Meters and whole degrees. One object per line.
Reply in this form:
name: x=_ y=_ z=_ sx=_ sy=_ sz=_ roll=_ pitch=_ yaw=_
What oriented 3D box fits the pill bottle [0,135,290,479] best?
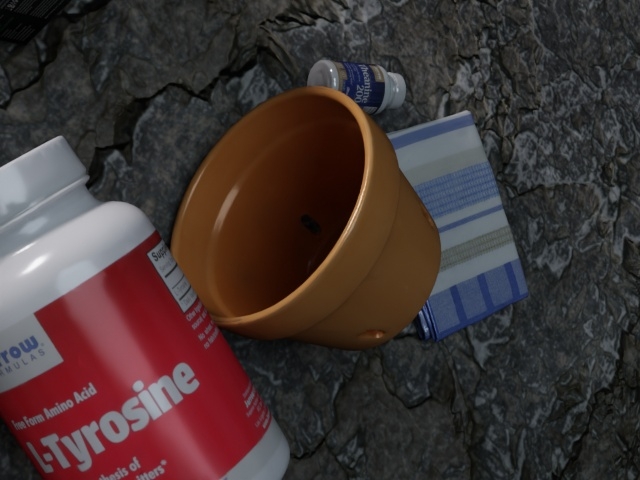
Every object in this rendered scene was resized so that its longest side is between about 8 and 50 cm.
pill bottle: x=-0.224 y=0.111 z=1.132 sx=0.229 sy=0.229 sz=0.407 roll=-37 pitch=101 yaw=-32

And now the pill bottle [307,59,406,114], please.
pill bottle: x=0.049 y=-0.197 z=1.457 sx=0.120 sy=0.067 sz=0.067 roll=0 pitch=81 yaw=-32

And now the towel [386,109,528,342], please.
towel: x=0.170 y=-0.025 z=1.522 sx=0.209 sy=0.034 sz=0.284 roll=-21 pitch=94 yaw=-35

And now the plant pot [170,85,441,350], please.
plant pot: x=0.000 y=0.000 z=1.284 sx=0.203 sy=0.291 sz=0.290 roll=35 pitch=63 yaw=-41

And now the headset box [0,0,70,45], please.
headset box: x=-0.316 y=-0.381 z=1.157 sx=0.131 sy=0.246 sz=0.283 roll=9 pitch=77 yaw=-31
